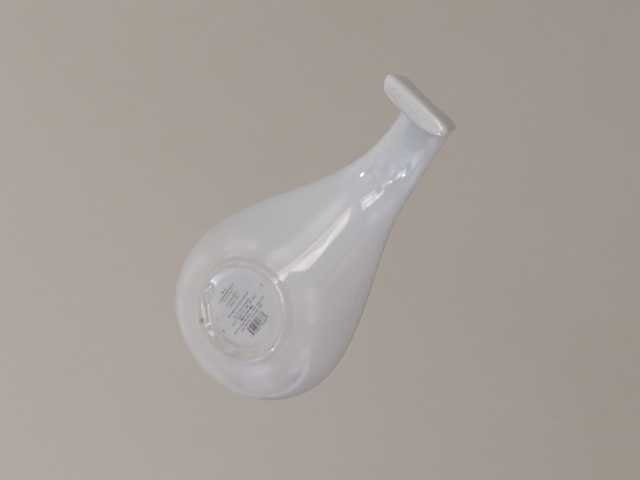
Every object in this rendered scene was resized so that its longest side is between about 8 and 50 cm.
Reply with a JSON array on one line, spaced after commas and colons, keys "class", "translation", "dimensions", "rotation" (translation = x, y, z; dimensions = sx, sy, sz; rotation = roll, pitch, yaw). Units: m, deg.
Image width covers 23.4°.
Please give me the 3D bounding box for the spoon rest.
[{"class": "spoon rest", "translation": [0.000, 0.000, 1.084], "dimensions": [0.276, 0.137, 0.084], "rotation": [-49, -12, 26]}]
